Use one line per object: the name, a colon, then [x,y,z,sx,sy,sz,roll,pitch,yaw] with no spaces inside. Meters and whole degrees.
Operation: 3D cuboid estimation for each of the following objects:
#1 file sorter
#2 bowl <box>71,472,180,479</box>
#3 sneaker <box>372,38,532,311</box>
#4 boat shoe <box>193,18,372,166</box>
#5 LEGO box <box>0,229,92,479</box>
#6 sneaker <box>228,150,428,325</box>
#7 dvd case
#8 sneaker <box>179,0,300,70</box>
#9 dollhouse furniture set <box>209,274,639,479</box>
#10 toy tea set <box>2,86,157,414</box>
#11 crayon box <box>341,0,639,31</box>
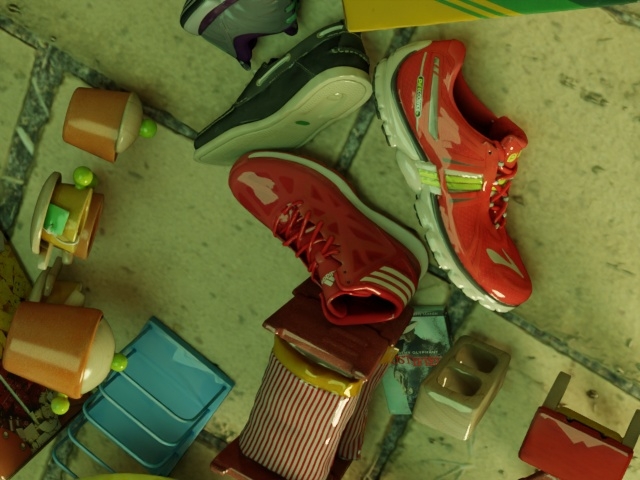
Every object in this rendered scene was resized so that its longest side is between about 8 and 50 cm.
file sorter: [-0.198,0.195,2.040,0.118,0.104,0.170,38,123,4]
bowl: [-0.202,0.399,2.034,0.289,0.156,0.289,1,137,1]
sneaker: [0.147,-0.060,1.766,0.118,0.107,0.279,-20,105,22]
boat shoe: [-0.040,-0.138,1.844,0.233,0.084,0.079,-30,60,39]
LEGO box: [-0.572,0.131,2.133,0.500,0.193,0.372,-19,103,31]
sneaker: [0.000,0.000,1.825,0.221,0.128,0.087,27,122,-2]
dvd case: [0.099,0.124,1.921,0.087,0.013,0.119,-2,111,26]
sneaker: [-0.035,-0.255,1.788,0.098,0.083,0.223,37,130,-19]
dollhouse furniture set: [0.105,0.202,1.855,0.374,0.152,0.201,26,122,12]
toy tea set: [-0.232,0.010,1.935,0.124,0.200,0.336,15,118,-2]
crayon box: [0.149,-0.253,1.616,0.318,0.202,0.081,-2,112,27]
